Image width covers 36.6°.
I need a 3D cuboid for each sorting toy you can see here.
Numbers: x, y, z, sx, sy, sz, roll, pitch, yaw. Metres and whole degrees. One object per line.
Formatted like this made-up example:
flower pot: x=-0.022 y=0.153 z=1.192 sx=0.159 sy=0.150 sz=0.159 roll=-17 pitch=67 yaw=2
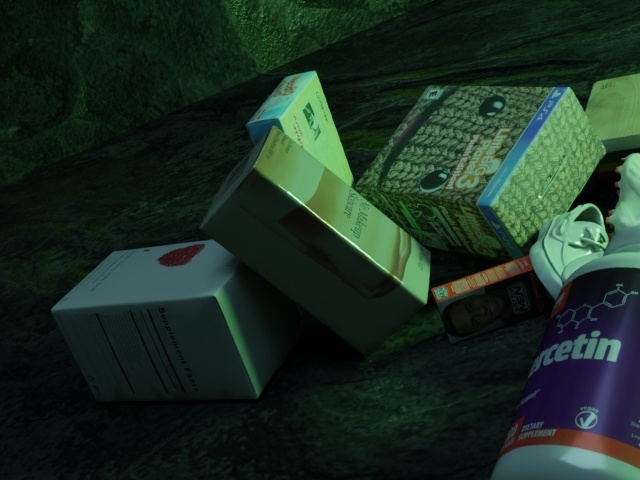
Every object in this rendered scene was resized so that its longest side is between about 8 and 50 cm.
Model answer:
sorting toy: x=0.564 y=-0.191 z=1.559 sx=0.255 sy=0.089 sz=0.257 roll=-7 pitch=27 yaw=27

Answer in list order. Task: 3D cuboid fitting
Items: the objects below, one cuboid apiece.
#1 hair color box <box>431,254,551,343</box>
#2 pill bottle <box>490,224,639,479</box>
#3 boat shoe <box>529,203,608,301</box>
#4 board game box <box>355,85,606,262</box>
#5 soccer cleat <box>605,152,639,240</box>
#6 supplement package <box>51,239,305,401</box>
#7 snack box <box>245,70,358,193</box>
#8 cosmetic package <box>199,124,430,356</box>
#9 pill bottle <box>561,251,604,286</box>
hair color box: x=0.226 y=0.078 z=1.284 sx=0.141 sy=0.072 sz=0.043 roll=-20 pitch=24 yaw=5
pill bottle: x=0.287 y=0.139 z=0.902 sx=0.181 sy=0.181 sz=0.323 roll=-2 pitch=44 yaw=36
boat shoe: x=0.334 y=0.010 z=1.265 sx=0.084 sy=0.095 sz=0.258 roll=-39 pitch=11 yaw=24
board game box: x=0.242 y=-0.109 z=1.495 sx=0.291 sy=0.141 sz=0.232 roll=11 pitch=59 yaw=50
soccer cleat: x=0.464 y=-0.060 z=1.401 sx=0.076 sy=0.068 sz=0.196 roll=-1 pitch=37 yaw=26
supplement package: x=-0.204 y=0.115 z=1.418 sx=0.293 sy=0.175 sz=0.177 roll=-6 pitch=26 yaw=28
snack box: x=-0.006 y=-0.076 z=1.482 sx=0.060 sy=0.322 sz=0.187 roll=-10 pitch=26 yaw=23
cosmetic package: x=0.000 y=0.000 z=1.327 sx=0.129 sy=0.296 sz=0.153 roll=-45 pitch=15 yaw=26
pill bottle: x=0.327 y=0.089 z=1.102 sx=0.078 sy=0.137 sz=0.078 roll=-18 pitch=23 yaw=8
